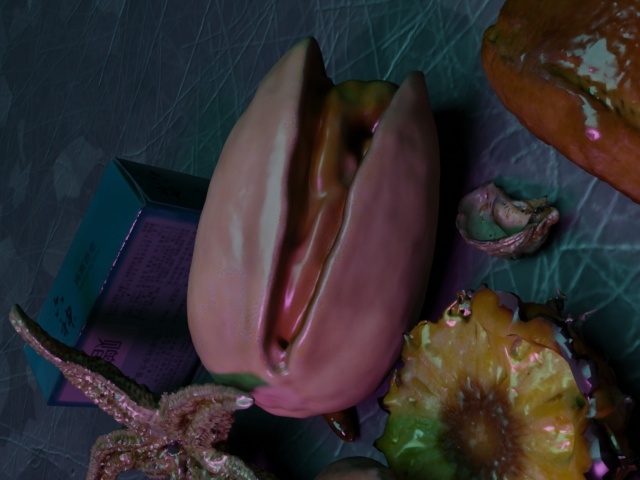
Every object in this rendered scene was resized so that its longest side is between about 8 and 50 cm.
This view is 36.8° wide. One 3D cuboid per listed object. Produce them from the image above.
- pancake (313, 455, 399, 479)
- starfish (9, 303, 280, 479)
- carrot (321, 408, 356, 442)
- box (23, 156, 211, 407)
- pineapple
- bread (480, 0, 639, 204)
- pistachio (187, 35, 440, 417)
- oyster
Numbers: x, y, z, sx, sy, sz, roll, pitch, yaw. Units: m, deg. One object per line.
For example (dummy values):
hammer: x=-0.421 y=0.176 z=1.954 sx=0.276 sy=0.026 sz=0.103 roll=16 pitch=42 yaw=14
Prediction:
pancake: x=0.070 y=0.252 z=0.648 sx=0.236 sy=0.042 sz=0.222 roll=44 pitch=140 yaw=19
starfish: x=-0.120 y=0.204 z=0.863 sx=0.358 sy=0.078 sz=0.347 roll=22 pitch=131 yaw=25
carrot: x=-0.012 y=0.115 z=0.858 sx=0.035 sy=0.036 sz=0.165 roll=-54 pitch=48 yaw=27
box: x=-0.178 y=0.051 z=0.973 sx=0.092 sy=0.153 sz=0.245 roll=48 pitch=116 yaw=43
pineapple: x=0.128 y=0.133 z=0.652 sx=0.225 sy=0.076 sz=0.225 roll=-5 pitch=83 yaw=52
bread: x=0.184 y=-0.106 z=0.600 sx=0.260 sy=0.134 sz=0.129 roll=47 pitch=116 yaw=44
pistachio: x=0.000 y=0.000 z=0.767 sx=0.187 sy=0.187 sz=0.299 roll=23 pitch=99 yaw=49
oyster: x=0.143 y=-0.017 z=0.718 sx=0.081 sy=0.038 sz=0.083 roll=-36 pitch=30 yaw=27
